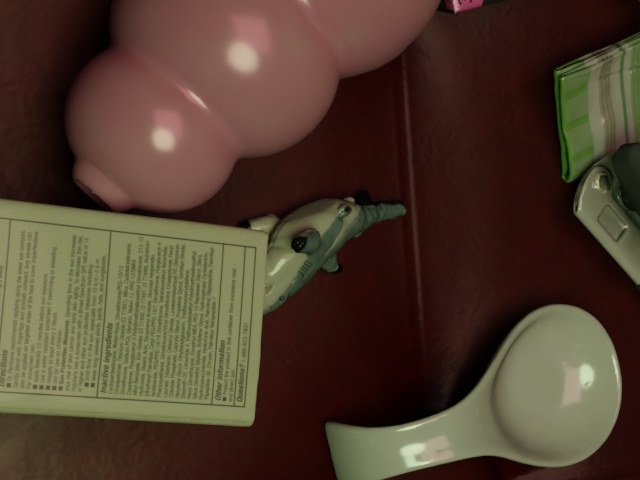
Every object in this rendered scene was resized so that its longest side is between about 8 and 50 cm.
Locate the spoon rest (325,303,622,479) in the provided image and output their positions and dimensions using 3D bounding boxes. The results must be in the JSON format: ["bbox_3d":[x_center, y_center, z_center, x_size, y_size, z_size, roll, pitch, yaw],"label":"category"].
[{"bbox_3d":[0.144,0.140,1.177,0.276,0.084,0.137,-17,95,-26],"label":"spoon rest"}]

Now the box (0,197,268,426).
[{"bbox_3d":[-0.203,0.048,0.983,0.311,0.121,0.148,8,83,-26],"label":"box"}]

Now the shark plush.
[{"bbox_3d":[0.000,0.000,1.146,0.161,0.073,0.067,-35,124,-45],"label":"shark plush"}]

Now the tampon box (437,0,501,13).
[{"bbox_3d":[0.154,-0.261,1.141,0.161,0.101,0.120,-16,106,-11],"label":"tampon box"}]

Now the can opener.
[{"bbox_3d":[0.328,0.032,1.278,0.280,0.093,0.074,48,68,-22],"label":"can opener"}]

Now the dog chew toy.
[{"bbox_3d":[-0.056,-0.155,1.034,0.206,0.206,0.332,43,78,-19],"label":"dog chew toy"}]

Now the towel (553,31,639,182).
[{"bbox_3d":[0.274,-0.125,1.270,0.152,0.023,0.113,-25,120,-24],"label":"towel"}]
